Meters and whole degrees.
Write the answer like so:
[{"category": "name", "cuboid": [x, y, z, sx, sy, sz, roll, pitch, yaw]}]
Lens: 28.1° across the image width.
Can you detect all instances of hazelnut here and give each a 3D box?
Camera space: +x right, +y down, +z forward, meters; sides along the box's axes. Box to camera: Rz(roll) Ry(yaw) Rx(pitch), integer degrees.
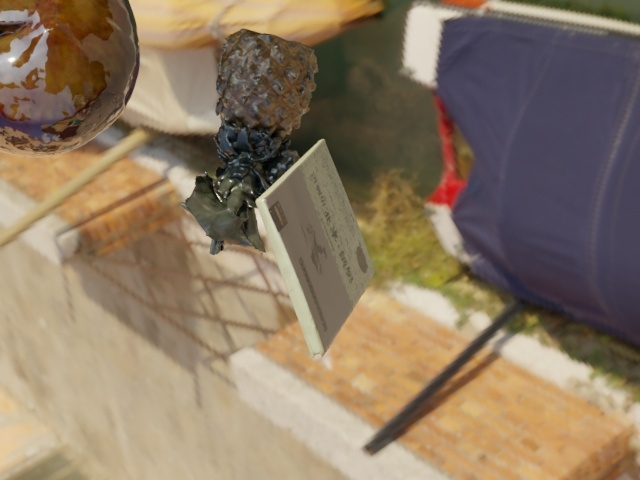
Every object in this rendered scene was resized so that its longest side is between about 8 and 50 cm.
[{"category": "hazelnut", "cuboid": [-0.316, -0.211, 1.517, 0.217, 0.252, 0.217, 22, 162, 8]}]

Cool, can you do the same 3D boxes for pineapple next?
[{"category": "pineapple", "cuboid": [-0.077, -0.098, 1.354, 0.119, 0.111, 0.237, 11, 90, 10]}]

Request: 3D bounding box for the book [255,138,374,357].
[{"category": "book", "cuboid": [0.000, 0.000, 0.999, 0.014, 0.182, 0.127, -15, 103, 19]}]
